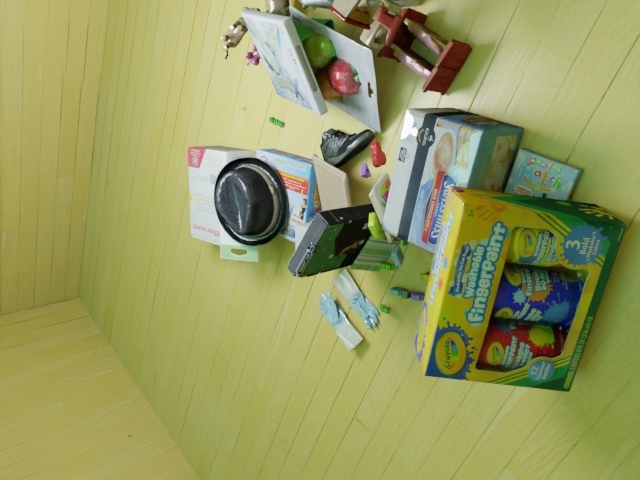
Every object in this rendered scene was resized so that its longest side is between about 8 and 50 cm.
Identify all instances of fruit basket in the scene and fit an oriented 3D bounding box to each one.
[{"bbox_3d":[0.053,-0.528,1.673,0.353,0.165,0.327,33,159,28],"label":"fruit basket"}]

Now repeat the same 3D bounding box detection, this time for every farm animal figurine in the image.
[{"bbox_3d":[-0.166,-0.764,1.853,0.330,0.172,0.326,11,120,4],"label":"farm animal figurine"}]

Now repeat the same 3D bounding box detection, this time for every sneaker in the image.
[{"bbox_3d":[0.075,-0.332,1.792,0.227,0.087,0.130,-29,85,51],"label":"sneaker"}]

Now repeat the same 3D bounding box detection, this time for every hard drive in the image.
[{"bbox_3d":[0.077,-0.007,1.684,0.064,0.339,0.237,50,131,26],"label":"hard drive"}]

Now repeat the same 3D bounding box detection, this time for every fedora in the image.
[{"bbox_3d":[-0.281,-0.136,1.961,0.334,0.152,0.334,2,97,20],"label":"fedora"}]

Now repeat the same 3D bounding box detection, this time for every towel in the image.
[{"bbox_3d":[0.173,0.043,1.766,0.152,0.113,0.023,-59,35,38],"label":"towel"}]

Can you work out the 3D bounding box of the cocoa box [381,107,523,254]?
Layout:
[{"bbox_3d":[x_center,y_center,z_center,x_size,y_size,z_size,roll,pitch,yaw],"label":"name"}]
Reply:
[{"bbox_3d":[0.347,-0.159,1.449,0.228,0.231,0.347,28,118,37],"label":"cocoa box"}]

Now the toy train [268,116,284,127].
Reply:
[{"bbox_3d":[-0.168,-0.449,2.066,0.083,0.017,0.023,33,131,36],"label":"toy train"}]

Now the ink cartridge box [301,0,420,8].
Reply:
[{"bbox_3d":[0.115,-0.742,1.567,0.289,0.211,0.121,17,111,42],"label":"ink cartridge box"}]

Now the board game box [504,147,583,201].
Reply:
[{"bbox_3d":[0.552,-0.110,1.391,0.160,0.039,0.211,32,120,37],"label":"board game box"}]

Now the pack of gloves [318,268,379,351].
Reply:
[{"bbox_3d":[0.106,0.246,1.942,0.195,0.046,0.232,-48,68,28],"label":"pack of gloves"}]

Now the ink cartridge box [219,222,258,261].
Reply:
[{"bbox_3d":[-0.306,-0.044,2.100,0.171,0.056,0.235,5,105,18],"label":"ink cartridge box"}]

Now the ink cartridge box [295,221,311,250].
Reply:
[{"bbox_3d":[0.000,0.000,1.883,0.072,0.175,0.127,15,109,46],"label":"ink cartridge box"}]

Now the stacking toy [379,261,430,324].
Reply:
[{"bbox_3d":[0.277,0.168,1.732,0.221,0.052,0.167,13,106,45],"label":"stacking toy"}]

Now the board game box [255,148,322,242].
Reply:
[{"bbox_3d":[-0.124,-0.168,2.035,0.308,0.086,0.302,23,115,40],"label":"board game box"}]

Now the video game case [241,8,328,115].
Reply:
[{"bbox_3d":[-0.115,-0.557,1.687,0.329,0.036,0.300,42,162,52],"label":"video game case"}]

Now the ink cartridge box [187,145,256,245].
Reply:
[{"bbox_3d":[-0.412,-0.192,2.269,0.279,0.160,0.384,15,109,42],"label":"ink cartridge box"}]

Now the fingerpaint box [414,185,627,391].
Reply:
[{"bbox_3d":[0.455,0.121,1.304,0.163,0.371,0.444,-90,8,-70],"label":"fingerpaint box"}]

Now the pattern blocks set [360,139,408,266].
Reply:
[{"bbox_3d":[0.198,-0.101,1.595,0.026,0.285,0.325,-10,126,30],"label":"pattern blocks set"}]

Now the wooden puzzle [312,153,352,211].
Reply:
[{"bbox_3d":[0.051,-0.159,1.816,0.238,0.044,0.221,45,151,52],"label":"wooden puzzle"}]

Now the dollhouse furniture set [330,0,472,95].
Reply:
[{"bbox_3d":[0.201,-0.514,1.420,0.201,0.374,0.152,49,125,29],"label":"dollhouse furniture set"}]
